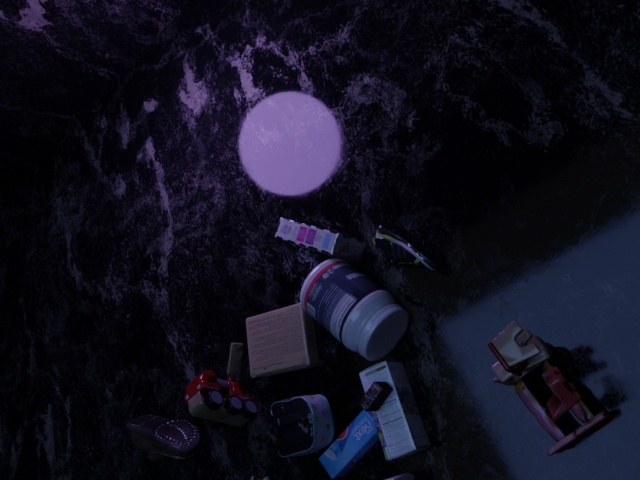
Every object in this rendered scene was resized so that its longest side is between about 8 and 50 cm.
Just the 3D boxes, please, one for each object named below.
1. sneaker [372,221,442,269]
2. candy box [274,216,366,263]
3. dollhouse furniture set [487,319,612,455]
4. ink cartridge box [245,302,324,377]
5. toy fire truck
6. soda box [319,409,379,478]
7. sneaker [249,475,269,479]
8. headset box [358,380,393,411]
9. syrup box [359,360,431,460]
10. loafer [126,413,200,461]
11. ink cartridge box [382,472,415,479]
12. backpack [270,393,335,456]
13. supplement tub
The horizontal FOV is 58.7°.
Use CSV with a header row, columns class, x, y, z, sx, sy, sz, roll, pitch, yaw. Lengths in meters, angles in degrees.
class,x,y,z,sx,sy,sz,roll,pitch,yaw
sneaker,0.244,0.035,1.615,0.235,0.084,0.097,38,124,38
candy box,0.000,0.000,1.734,0.234,0.159,0.071,15,88,38
dollhouse furniture set,0.455,0.320,1.186,0.152,0.374,0.201,-42,55,14
ink cartridge box,-0.114,0.314,1.777,0.235,0.088,0.193,-19,69,30
toy fire truck,-0.315,0.455,1.819,0.158,0.217,0.246,-43,42,20
soda box,0.094,0.560,1.573,0.210,0.067,0.071,-51,55,13
sneaker,-0.214,0.771,1.756,0.161,0.057,0.075,-23,48,31
headset box,0.145,0.398,1.463,0.032,0.062,0.083,42,102,36
syrup box,0.197,0.447,1.512,0.096,0.093,0.236,-32,61,26
loafer,-0.534,0.697,1.973,0.366,0.134,0.130,-2,100,45
ink cartridge box,0.168,0.760,1.432,0.207,0.117,0.282,-30,62,27
backpack,-0.039,0.524,1.623,0.188,0.145,0.165,-39,53,49
supplement tub,0.091,0.190,1.596,0.272,0.191,0.191,36,100,36
